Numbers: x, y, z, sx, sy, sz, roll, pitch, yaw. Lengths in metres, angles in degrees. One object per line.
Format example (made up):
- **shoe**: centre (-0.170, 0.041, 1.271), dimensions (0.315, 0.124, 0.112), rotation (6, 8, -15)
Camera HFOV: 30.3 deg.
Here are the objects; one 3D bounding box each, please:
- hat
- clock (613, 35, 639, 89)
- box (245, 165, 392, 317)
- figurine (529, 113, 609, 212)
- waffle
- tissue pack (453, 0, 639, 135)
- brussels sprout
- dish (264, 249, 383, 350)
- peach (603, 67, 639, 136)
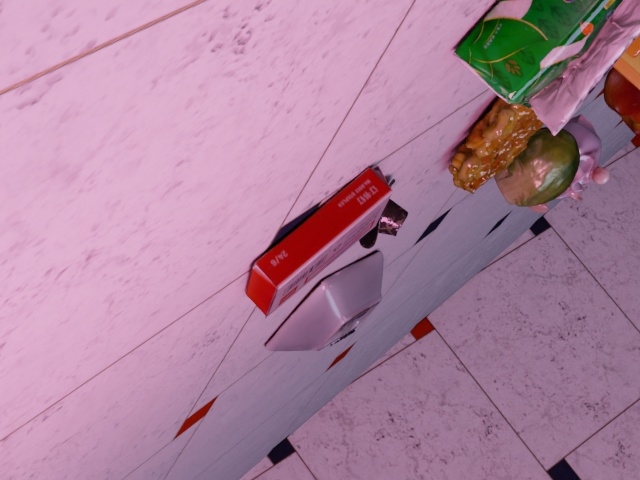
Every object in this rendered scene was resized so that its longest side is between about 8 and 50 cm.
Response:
- **hat**: centre (0.098, -0.036, 1.732), dimensions (0.121, 0.050, 0.121), rotation (-155, -90, -82)
- **clock**: centre (0.485, -0.305, 1.790), dimensions (0.143, 0.202, 0.096), rotation (-28, 161, -52)
- **box**: centre (0.001, 0.000, 1.591), dimensions (0.229, 0.050, 0.123), rotation (-40, 170, -21)
- **figurine**: centre (0.528, -0.166, 2.577), dimensions (0.276, 0.200, 0.133), rotation (-51, 144, -46)
- **waffle**: centre (0.328, -0.202, 1.973), dimensions (0.302, 0.068, 0.325), rotation (-50, 166, 27)
- **tissue pack**: centre (0.298, -0.253, 1.445), dimensions (0.209, 0.156, 0.148), rotation (-48, 171, 16)
- **brussels sprout**: centre (0.440, -0.145, 2.377), dimensions (0.180, 0.144, 0.161), rotation (-34, -173, 23)
- **dish**: centre (0.029, 0.126, 2.085), dimensions (0.182, 0.080, 0.243), rotation (-50, 168, 28)
- **peach**: centre (0.715, -0.340, 2.496), dimensions (0.243, 0.199, 0.243), rotation (-36, 154, -21)
